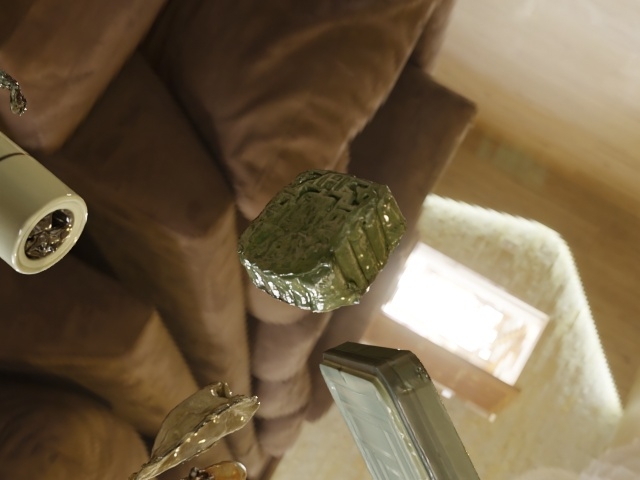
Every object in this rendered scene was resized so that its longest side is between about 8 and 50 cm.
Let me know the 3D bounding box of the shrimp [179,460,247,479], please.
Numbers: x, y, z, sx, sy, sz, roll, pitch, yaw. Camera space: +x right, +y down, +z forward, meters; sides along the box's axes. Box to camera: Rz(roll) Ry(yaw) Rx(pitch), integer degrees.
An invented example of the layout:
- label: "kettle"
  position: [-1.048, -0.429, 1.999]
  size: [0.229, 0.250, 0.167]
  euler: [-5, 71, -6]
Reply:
- label: "shrimp"
  position: [-0.143, 0.312, 1.394]
  size: [0.099, 0.041, 0.180]
  euler: [-47, 162, -3]

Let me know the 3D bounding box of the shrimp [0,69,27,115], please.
- label: "shrimp"
  position: [-0.496, -0.220, 1.573]
  size: [0.082, 0.174, 0.076]
  euler: [99, -1, -82]

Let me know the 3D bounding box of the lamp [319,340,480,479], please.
- label: "lamp"
  position: [0.091, 0.214, 0.950]
  size: [0.047, 0.269, 0.266]
  euler: [-26, -178, -10]

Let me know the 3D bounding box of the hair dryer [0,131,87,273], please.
- label: "hair dryer"
  position: [-0.489, 0.034, 1.481]
  size: [0.362, 0.203, 0.128]
  euler: [-54, 161, 2]

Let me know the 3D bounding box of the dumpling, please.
- label: "dumpling"
  position: [-0.210, 0.310, 1.952]
  size: [0.332, 0.086, 0.166]
  euler: [-27, 154, -55]

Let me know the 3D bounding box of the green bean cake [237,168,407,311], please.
- label: "green bean cake"
  position: [0.000, 0.000, 1.777]
  size: [0.227, 0.222, 0.125]
  euler: [-50, 135, -23]
